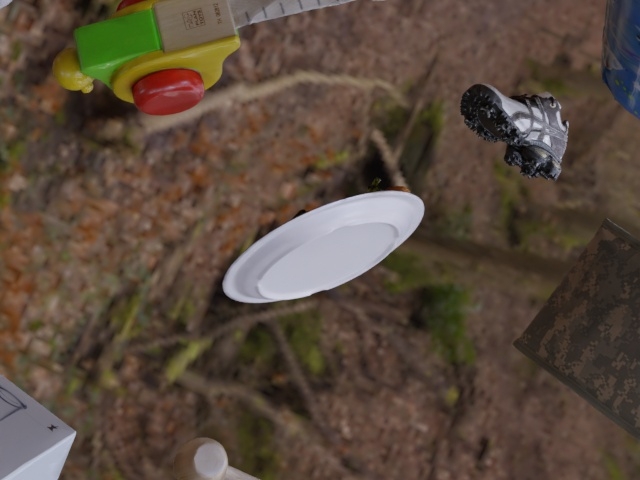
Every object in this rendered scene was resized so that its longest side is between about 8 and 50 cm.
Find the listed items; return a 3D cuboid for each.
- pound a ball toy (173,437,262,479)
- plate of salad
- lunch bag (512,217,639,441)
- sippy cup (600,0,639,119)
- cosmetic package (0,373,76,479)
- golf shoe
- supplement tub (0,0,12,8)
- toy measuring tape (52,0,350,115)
[{"bbox_3d":[-0.004,0.309,1.293,0.136,0.319,0.208,111,1,-71],"label":"pound a ball toy"},{"bbox_3d":[0.000,0.000,1.408,0.200,0.048,0.200,-21,160,-8],"label":"plate of salad"},{"bbox_3d":[0.459,0.145,2.130,0.169,0.287,0.235,29,98,-48],"label":"lunch bag"},{"bbox_3d":[0.373,-0.225,1.476,0.224,0.240,0.305,99,-6,-58],"label":"sippy cup"},{"bbox_3d":[-0.530,0.209,1.842,0.284,0.377,0.097,-31,151,-58],"label":"cosmetic package"},{"bbox_3d":[0.240,-0.154,1.873,0.198,0.077,0.094,39,73,-48],"label":"golf shoe"},{"bbox_3d":[-0.405,-0.421,1.660,0.193,0.194,0.316,113,-17,-78],"label":"supplement tub"},{"bbox_3d":[-0.091,-0.194,1.454,0.121,0.330,0.121,-14,90,-88],"label":"toy measuring tape"}]
